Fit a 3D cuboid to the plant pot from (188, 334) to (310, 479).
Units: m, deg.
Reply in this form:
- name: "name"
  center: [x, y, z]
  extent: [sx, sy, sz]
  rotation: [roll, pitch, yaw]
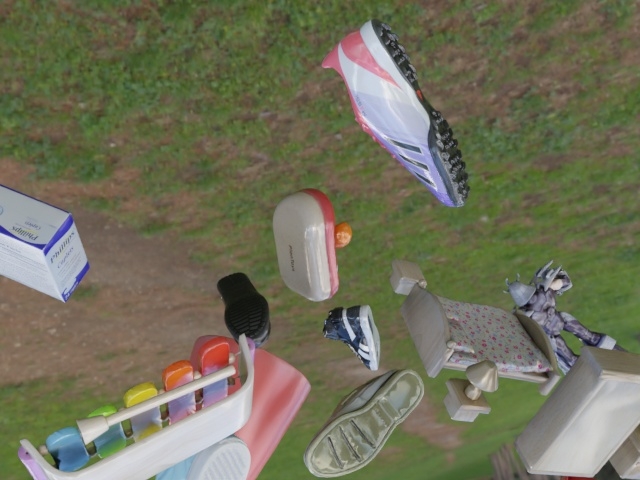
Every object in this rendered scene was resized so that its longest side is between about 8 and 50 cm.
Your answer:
- name: "plant pot"
  center: [-0.189, 0.368, 1.625]
  extent: [0.275, 0.243, 0.275]
  rotation: [18, 154, 9]

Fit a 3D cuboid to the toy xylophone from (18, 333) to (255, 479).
- name: "toy xylophone"
  center: [-0.206, 0.218, 0.964]
  extent: [0.323, 0.081, 0.236]
  rotation: [-20, 149, -29]

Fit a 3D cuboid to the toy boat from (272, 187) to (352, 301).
- name: "toy boat"
  center: [0.000, 0.000, 1.574]
  extent: [0.151, 0.231, 0.151]
  rotation: [-26, -147, -32]

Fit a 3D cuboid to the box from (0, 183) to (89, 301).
- name: "box"
  center: [-0.407, 0.005, 1.085]
  extent: [0.126, 0.072, 0.137]
  rotation: [21, 146, 11]

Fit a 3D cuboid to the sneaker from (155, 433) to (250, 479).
- name: "sneaker"
  center: [-0.250, 0.482, 1.380]
  extent: [0.135, 0.365, 0.150]
  rotation: [28, -176, -37]

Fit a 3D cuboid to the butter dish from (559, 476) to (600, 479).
- name: "butter dish"
  center: [0.435, 0.443, 1.194]
  extent: [0.118, 0.159, 0.160]
  rotation: [-5, 137, 26]

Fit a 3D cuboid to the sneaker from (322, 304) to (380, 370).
- name: "sneaker"
  center: [0.070, 0.226, 1.812]
  extent: [0.121, 0.079, 0.216]
  rotation: [-2, 135, 14]

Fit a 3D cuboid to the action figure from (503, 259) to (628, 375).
- name: "action figure"
  center: [0.422, 0.157, 1.396]
  extent: [0.285, 0.185, 0.099]
  rotation: [41, 176, -22]

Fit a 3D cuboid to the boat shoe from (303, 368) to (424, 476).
- name: "boat shoe"
  center: [0.078, 0.371, 1.564]
  extent: [0.302, 0.113, 0.103]
  rotation: [-32, -173, -29]

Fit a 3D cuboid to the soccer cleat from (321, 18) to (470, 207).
- name: "soccer cleat"
  center: [0.123, -0.181, 1.202]
  extent: [0.116, 0.318, 0.108]
  rotation: [-28, -173, 26]

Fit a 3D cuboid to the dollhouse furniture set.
- name: "dollhouse furniture set"
  center: [0.301, 0.118, 1.038]
  extent: [0.303, 0.355, 0.173]
  rotation: [12, 122, -24]

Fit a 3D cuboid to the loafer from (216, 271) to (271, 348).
- name: "loafer"
  center: [-0.129, 0.134, 1.378]
  extent: [0.080, 0.220, 0.078]
  rotation: [-20, 118, -5]
